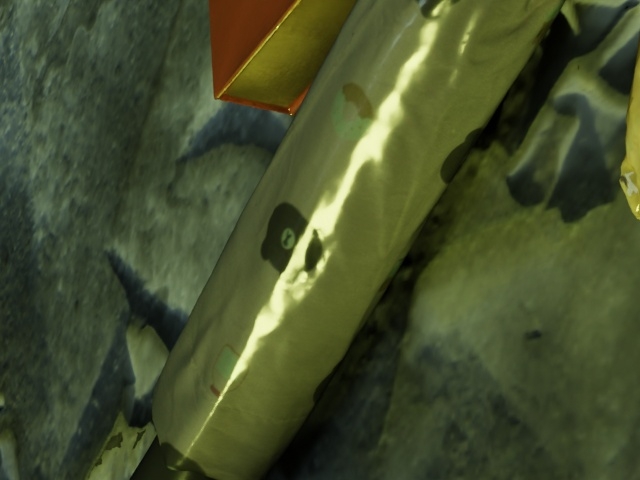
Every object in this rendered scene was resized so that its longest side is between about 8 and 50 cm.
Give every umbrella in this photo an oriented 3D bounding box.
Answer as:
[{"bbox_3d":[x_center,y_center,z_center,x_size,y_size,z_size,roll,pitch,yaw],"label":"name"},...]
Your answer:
[{"bbox_3d":[0.000,0.000,0.784,0.337,0.067,0.073,-60,20,29],"label":"umbrella"}]

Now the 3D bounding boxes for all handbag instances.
[{"bbox_3d":[0.008,-0.158,0.844,0.190,0.063,0.127,-43,43,50],"label":"handbag"}]

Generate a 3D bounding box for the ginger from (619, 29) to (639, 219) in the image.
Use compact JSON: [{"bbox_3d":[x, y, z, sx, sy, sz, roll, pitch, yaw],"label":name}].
[{"bbox_3d":[0.155,-0.169,0.421,0.363,0.122,0.348,-51,-23,-43],"label":"ginger"}]
